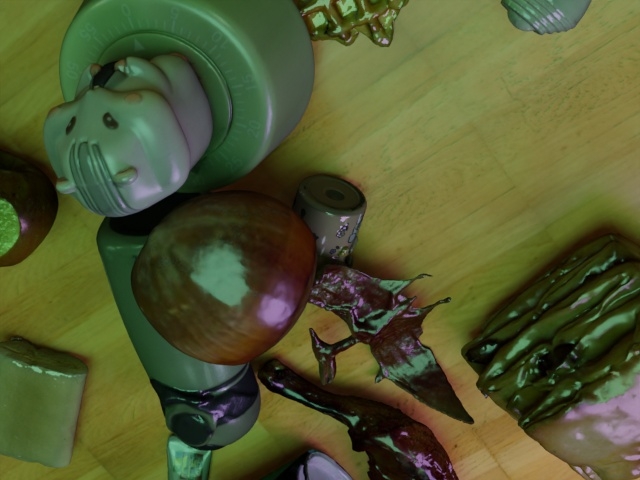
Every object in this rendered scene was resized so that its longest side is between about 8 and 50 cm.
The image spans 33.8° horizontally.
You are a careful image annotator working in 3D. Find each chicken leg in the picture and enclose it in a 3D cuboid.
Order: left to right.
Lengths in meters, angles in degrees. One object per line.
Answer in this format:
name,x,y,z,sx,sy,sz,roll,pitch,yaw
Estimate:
chicken leg,0.084,0.290,1.480,0.407,0.096,0.158,43,131,-12

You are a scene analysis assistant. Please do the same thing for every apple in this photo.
apple,-0.424,-0.039,1.334,0.163,0.146,0.147,17,109,-20

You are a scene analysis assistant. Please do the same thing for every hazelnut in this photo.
hazelnut,-0.106,0.037,1.173,0.214,0.176,0.214,-14,125,-20

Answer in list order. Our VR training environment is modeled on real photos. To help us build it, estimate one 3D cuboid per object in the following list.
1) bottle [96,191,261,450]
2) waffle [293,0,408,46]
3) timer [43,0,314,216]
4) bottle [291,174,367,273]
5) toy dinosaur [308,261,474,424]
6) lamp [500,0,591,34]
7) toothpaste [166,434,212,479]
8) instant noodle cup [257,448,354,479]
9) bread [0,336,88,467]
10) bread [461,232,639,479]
bottle,-0.170,0.113,1.374,0.168,0.168,0.347,-8,117,9
waffle,0.018,-0.345,1.205,0.243,0.059,0.238,16,113,-5
timer,-0.183,-0.143,1.141,0.291,0.315,0.291,8,126,12
bottle,-0.001,-0.001,1.348,0.099,0.099,0.152,15,123,-2
toy dinosaur,0.074,0.121,1.345,0.206,0.113,0.327,-14,133,-1
lamp,0.281,-0.313,1.170,0.106,0.106,0.193,39,103,-13
toothpaste,-0.204,0.405,1.589,0.067,0.037,0.255,7,112,2
instant noodle cup,-0.031,0.427,1.479,0.190,0.251,0.251,-38,107,12
bread,-0.411,0.235,1.511,0.139,0.060,0.178,17,116,-2
bread,0.405,0.195,1.347,0.370,0.191,0.314,40,112,-15
